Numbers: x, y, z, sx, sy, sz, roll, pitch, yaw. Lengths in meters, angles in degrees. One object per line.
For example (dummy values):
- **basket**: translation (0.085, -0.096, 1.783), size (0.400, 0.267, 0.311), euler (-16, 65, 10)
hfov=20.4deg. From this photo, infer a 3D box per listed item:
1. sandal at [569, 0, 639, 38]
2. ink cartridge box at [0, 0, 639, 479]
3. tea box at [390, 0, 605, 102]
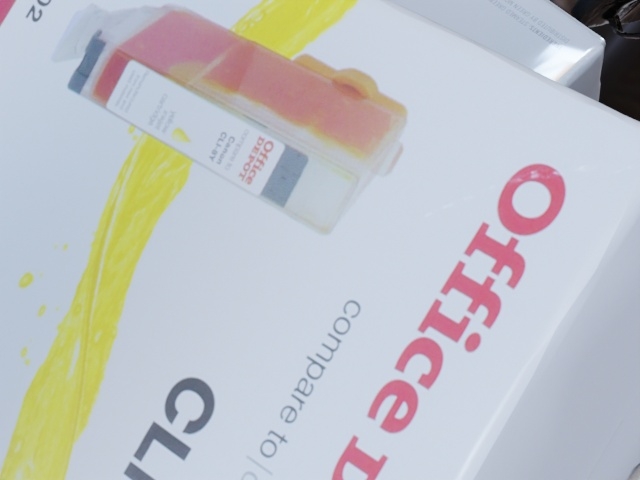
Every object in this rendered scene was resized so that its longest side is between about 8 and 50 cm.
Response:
- **sandal**: translation (0.238, -0.170, 1.298), size (0.067, 0.040, 0.179), euler (-46, -15, 32)
- **ink cartridge box**: translation (-0.049, 0.022, 0.738), size (0.279, 0.385, 0.160), euler (-60, -33, 0)
- **tea box**: translation (0.000, 0.000, 1.194), size (0.323, 0.220, 0.329), euler (-43, -24, -17)
